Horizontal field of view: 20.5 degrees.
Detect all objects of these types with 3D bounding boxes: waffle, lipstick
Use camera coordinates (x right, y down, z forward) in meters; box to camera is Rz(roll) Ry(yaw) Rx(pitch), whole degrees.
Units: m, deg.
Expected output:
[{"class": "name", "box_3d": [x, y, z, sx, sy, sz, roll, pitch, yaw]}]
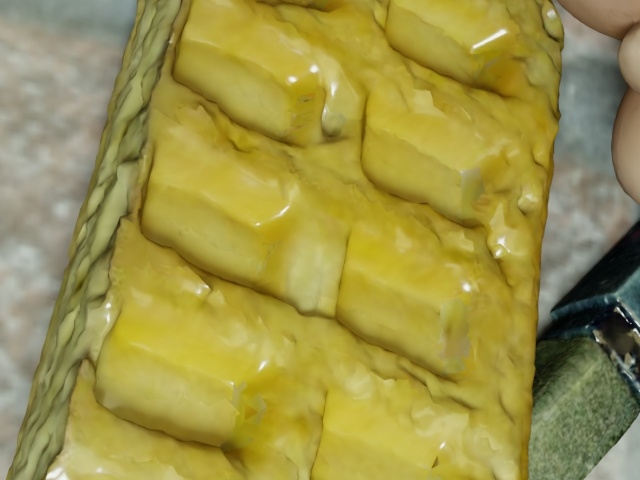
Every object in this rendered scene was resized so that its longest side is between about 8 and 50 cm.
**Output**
[{"class": "waffle", "box_3d": [0.000, 0.000, 0.608, 0.168, 0.057, 0.274, 24, 56, -23]}, {"class": "lipstick", "box_3d": [0.079, 0.076, 0.669, 0.312, 0.051, 0.051, -42, 101, -27]}]

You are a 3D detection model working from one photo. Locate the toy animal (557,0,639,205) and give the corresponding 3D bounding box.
[{"class": "toy animal", "box_3d": [0.152, -0.110, 0.641, 0.171, 0.171, 0.197, -33, 110, -29]}]
